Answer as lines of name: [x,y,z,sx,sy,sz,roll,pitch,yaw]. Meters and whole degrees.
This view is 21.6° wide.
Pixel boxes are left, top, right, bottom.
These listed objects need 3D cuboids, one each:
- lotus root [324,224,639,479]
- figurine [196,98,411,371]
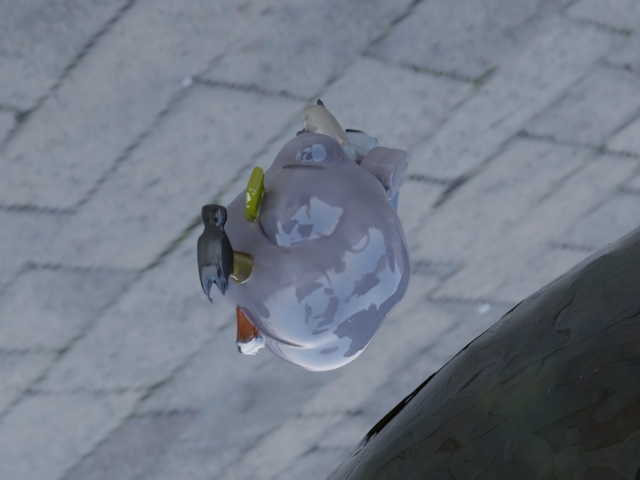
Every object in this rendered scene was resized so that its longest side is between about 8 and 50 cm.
lotus root: [0.115,0.082,0.360,0.260,0.267,0.149,-43,119,-2]
figurine: [0.000,0.000,0.931,0.229,0.112,0.137,-58,163,-65]
